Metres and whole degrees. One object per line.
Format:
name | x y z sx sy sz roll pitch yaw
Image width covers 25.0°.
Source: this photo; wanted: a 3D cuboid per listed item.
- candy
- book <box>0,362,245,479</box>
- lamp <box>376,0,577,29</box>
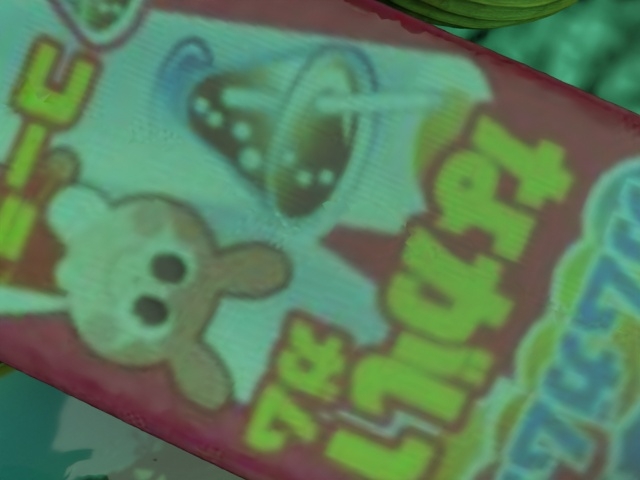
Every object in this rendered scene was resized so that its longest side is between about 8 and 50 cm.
candy | 0.000 0.000 0.489 0.306 0.100 0.157 25 94 7
book | -0.024 0.205 0.558 0.262 0.028 0.374 -24 87 11
lamp | 0.051 -0.138 0.481 0.136 0.136 0.136 0 91 11
